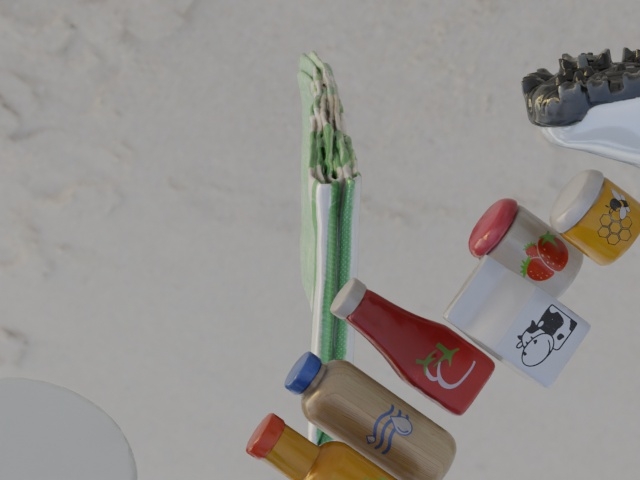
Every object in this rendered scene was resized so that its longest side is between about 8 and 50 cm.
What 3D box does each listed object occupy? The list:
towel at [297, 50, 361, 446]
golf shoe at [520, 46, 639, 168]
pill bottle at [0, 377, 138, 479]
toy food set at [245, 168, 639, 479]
[{"bbox_3d":[0.000,0.000,1.203,0.038,0.325,0.248,-1,113,-4],"label":"towel"},{"bbox_3d":[0.159,-0.018,0.507,0.198,0.094,0.077,6,-172,-21],"label":"golf shoe"},{"bbox_3d":[-0.241,0.285,1.074,0.204,0.204,0.361,24,131,9],"label":"pill bottle"},{"bbox_3d":[0.062,0.046,0.767,0.104,0.232,0.111,36,178,-9],"label":"toy food set"}]
